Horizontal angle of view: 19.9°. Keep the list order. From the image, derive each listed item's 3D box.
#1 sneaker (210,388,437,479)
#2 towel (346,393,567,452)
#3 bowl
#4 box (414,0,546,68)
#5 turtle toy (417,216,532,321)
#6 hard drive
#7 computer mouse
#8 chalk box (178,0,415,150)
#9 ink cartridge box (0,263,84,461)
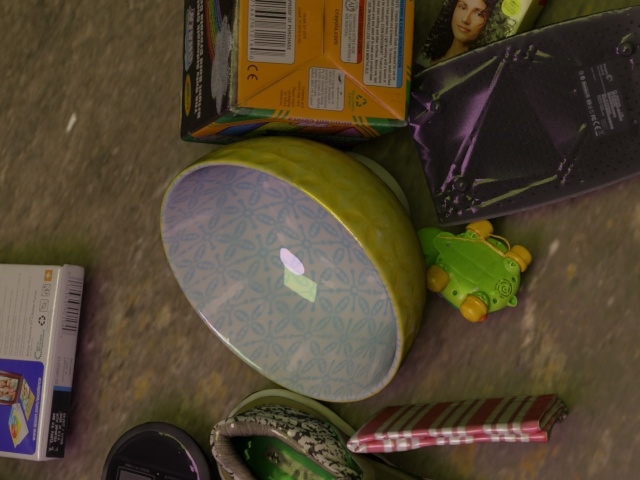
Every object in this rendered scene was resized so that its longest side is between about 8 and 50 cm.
[{"bbox_3d":[0.052,0.276,1.760,0.410,0.182,0.158,25,92,17],"label":"sneaker"},{"bbox_3d":[0.133,0.181,1.768,0.197,0.144,0.029,-6,94,16],"label":"towel"},{"bbox_3d":[0.000,0.000,1.802,0.289,0.289,0.156,32,52,17],"label":"bowl"},{"bbox_3d":[0.187,-0.260,1.819,0.087,0.058,0.232,30,105,18],"label":"box"},{"bbox_3d":[0.144,0.028,1.820,0.130,0.066,0.095,38,72,19],"label":"turtle toy"},{"bbox_3d":[0.216,-0.125,1.785,0.254,0.054,0.172,-17,105,7],"label":"hard drive"},{"bbox_3d":[-0.179,0.311,1.889,0.188,0.072,0.272,18,102,15],"label":"computer mouse"},{"bbox_3d":[-0.036,-0.187,1.814,0.179,0.289,0.180,3,86,-16],"label":"chalk box"},{"bbox_3d":[-0.347,0.125,1.952,0.208,0.045,0.206,2,84,37],"label":"ink cartridge box"}]
